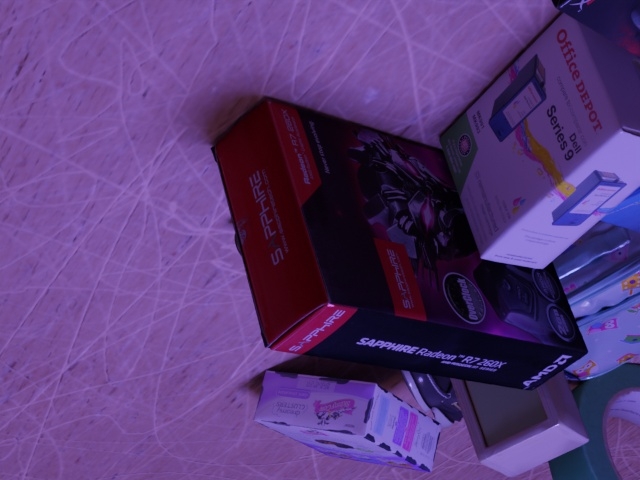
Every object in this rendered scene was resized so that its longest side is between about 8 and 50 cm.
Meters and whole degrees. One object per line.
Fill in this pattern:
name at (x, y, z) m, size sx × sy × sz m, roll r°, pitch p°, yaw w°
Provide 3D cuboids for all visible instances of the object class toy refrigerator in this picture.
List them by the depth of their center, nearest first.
toy refrigerator at (0.192, 0.113, 1.595) m, size 0.102 × 0.269 × 0.094 m, roll -29°, pitch 147°, yaw 20°

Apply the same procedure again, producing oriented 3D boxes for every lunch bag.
lunch bag at (0.352, 0.065, 1.758) m, size 0.279 × 0.108 × 0.224 m, roll -33°, pitch 147°, yaw 24°

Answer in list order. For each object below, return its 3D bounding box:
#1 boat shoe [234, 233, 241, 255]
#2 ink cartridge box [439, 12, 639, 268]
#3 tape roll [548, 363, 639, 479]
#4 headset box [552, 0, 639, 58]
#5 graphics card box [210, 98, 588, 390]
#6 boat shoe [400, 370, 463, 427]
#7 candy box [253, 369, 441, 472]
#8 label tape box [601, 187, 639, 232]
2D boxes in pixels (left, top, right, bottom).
boat shoe at (0.000, 0.000, 1.516) m, size 0.178 × 0.064 × 0.060 m, roll 7°, pitch 144°, yaw -31°
ink cartridge box at (0.227, -0.095, 1.386) m, size 0.093 × 0.154 × 0.212 m, roll 10°, pitch 141°, yaw -36°
tape roll at (0.469, 0.329, 2.038) m, size 0.321 × 0.321 × 0.077 m, roll 6°, pitch 143°, yaw -34°
headset box at (0.346, -0.252, 1.234) m, size 0.218 × 0.110 × 0.293 m, roll -37°, pitch 144°, yaw 29°
graphics card box at (0.084, 0.013, 1.416) m, size 0.371 × 0.232 × 0.094 m, roll 15°, pitch 137°, yaw -41°
boat shoe at (0.159, 0.186, 1.891) m, size 0.069 × 0.081 × 0.228 m, roll -26°, pitch 156°, yaw 9°
candy box at (0.037, 0.231, 1.836) m, size 0.165 × 0.070 × 0.196 m, roll 4°, pitch 162°, yaw 32°
label tape box at (0.454, -0.085, 1.525) m, size 0.241 × 0.106 × 0.334 m, roll -26°, pitch 154°, yaw 36°
